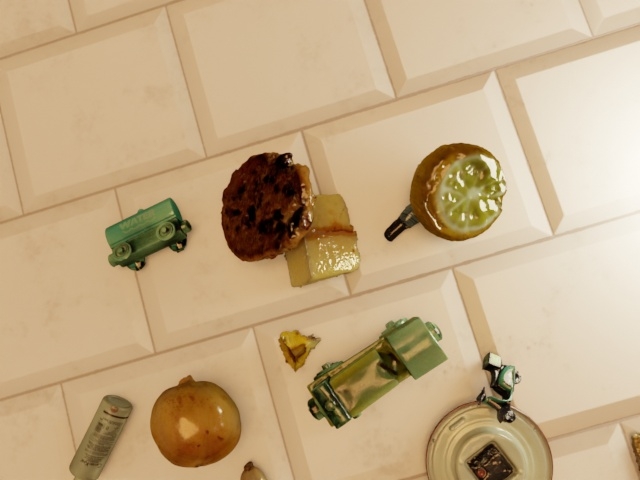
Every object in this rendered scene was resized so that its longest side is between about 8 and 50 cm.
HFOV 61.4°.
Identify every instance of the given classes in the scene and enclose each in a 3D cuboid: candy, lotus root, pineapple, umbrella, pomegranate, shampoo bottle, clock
[{"bbox_3d":[0.358,-0.124,1.396,0.260,0.118,0.259,-3,103,-14],"label":"candy"},{"bbox_3d":[-0.166,0.659,1.416,0.073,0.062,0.150,-26,81,2],"label":"lotus root"},{"bbox_3d":[-0.050,0.284,1.448,0.114,0.077,0.114,-26,86,-12],"label":"pineapple"},{"bbox_3d":[0.273,-0.088,1.470,0.250,0.052,0.053,-44,108,-2],"label":"umbrella"},{"bbox_3d":[-0.320,0.467,1.376,0.233,0.233,0.233,-1,84,5],"label":"pomegranate"},{"bbox_3d":[-0.603,0.554,1.455,0.085,0.085,0.262,25,87,7],"label":"shampoo bottle"},{"bbox_3d":[0.428,0.568,1.369,0.319,0.080,0.318,-1,83,5],"label":"clock"}]

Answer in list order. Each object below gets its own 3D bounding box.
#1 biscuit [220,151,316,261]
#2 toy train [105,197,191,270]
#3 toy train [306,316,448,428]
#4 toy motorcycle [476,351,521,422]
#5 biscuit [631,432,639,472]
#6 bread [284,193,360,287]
[{"bbox_3d":[-0.139,-0.090,1.431,0.334,0.081,0.289,-10,77,39],"label":"biscuit"},{"bbox_3d":[-0.488,-0.021,1.513,0.248,0.101,0.159,-24,66,1],"label":"toy train"},{"bbox_3d":[0.134,0.324,1.335,0.397,0.253,0.160,-33,81,-1],"label":"toy train"},{"bbox_3d":[0.451,0.377,1.365,0.100,0.058,0.173,21,50,4],"label":"toy motorcycle"},{"bbox_3d":[0.875,0.595,1.355,0.131,0.026,0.236,-13,83,5],"label":"biscuit"},{"bbox_3d":[0.000,0.000,1.496,0.178,0.135,0.240,-7,81,-30],"label":"bread"}]
